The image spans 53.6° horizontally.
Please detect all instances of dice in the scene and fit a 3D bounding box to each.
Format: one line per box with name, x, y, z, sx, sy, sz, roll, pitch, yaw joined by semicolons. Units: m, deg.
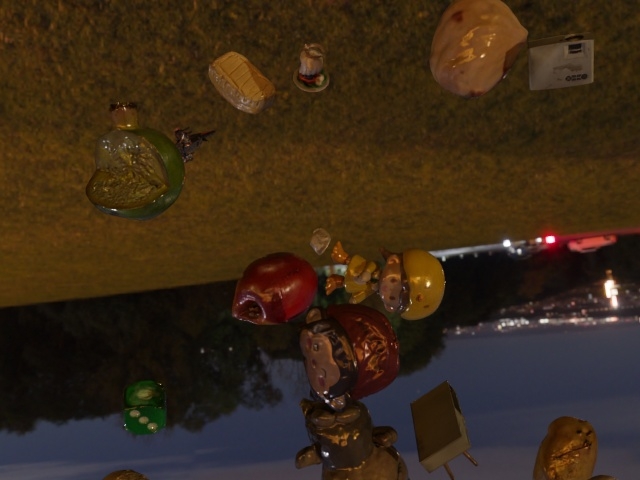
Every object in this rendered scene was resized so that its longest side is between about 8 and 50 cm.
dice;-0.547;0.522;1.979;0.128;0.120;0.131;-2;-154;-13

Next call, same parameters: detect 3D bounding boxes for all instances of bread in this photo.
bread;-0.260;-0.514;2.094;0.140;0.236;0.106;-39;166;-28

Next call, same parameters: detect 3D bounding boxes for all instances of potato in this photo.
potato;0.722;0.675;1.882;0.172;0.301;0.140;13;-175;-11

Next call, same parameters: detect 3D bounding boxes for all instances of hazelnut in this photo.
hazelnut;0.404;-0.501;1.622;0.241;0.261;0.261;6;178;30

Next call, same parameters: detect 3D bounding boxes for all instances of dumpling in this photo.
dumpling;-0.002;-0.001;1.830;0.052;0.076;0.057;30;125;-5

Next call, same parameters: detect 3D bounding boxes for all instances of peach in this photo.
peach;-0.086;0.114;1.624;0.153;0.159;0.267;21;-157;34

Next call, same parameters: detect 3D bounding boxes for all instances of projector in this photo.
projector;0.582;-0.436;1.539;0.147;0.061;0.115;-4;128;18

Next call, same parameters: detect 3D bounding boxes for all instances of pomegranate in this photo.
pomegranate;-0.267;-0.113;0.935;0.143;0.169;0.122;-2;178;31

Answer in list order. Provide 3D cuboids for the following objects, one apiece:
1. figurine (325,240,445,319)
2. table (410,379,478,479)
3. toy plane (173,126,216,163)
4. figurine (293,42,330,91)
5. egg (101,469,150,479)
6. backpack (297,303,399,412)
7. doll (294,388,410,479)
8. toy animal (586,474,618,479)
figurine;0.196;0.111;1.876;0.343;0.215;0.187;13;-151;13
table;0.313;0.479;1.573;0.121;0.111;0.240;-37;-167;14
toy plane;-0.378;-0.289;1.875;0.189;0.130;0.061;-27;-136;-30
figurine;-0.024;-0.599;2.157;0.132;0.132;0.154;-4;152;-7
egg;-0.433;0.612;1.418;0.164;0.201;0.164;-25;145;-19
backpack;0.065;0.233;1.323;0.229;0.229;0.138;-10;178;31
doll;0.103;0.541;1.638;0.252;0.383;0.378;-18;-171;15
toy animal;0.720;0.692;1.652;0.179;0.138;0.166;-18;154;5
